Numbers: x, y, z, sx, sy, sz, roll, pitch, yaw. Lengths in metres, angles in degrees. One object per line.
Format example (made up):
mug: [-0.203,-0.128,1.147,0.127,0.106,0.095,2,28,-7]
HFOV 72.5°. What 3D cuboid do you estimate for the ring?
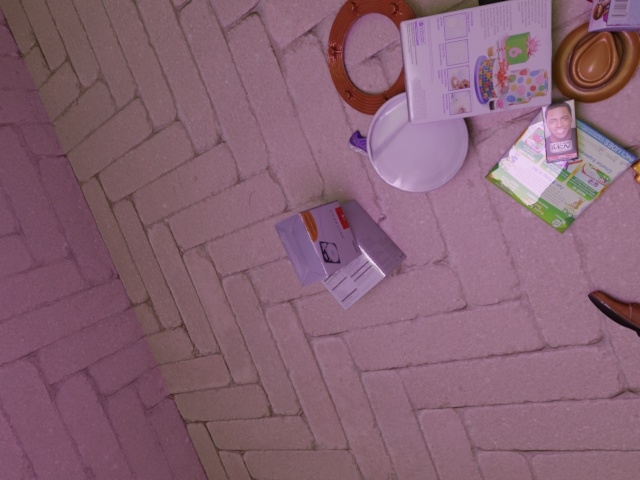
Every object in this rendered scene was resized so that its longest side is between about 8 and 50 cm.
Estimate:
ring: [0.142,-0.530,1.254,0.336,0.032,0.337,23,125,37]

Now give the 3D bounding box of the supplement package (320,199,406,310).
supplement package: [0.096,0.041,1.414,0.263,0.199,0.198,49,121,8]

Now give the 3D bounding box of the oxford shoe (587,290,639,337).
oxford shoe: [0.811,0.190,1.139,0.212,0.076,0.076,35,90,19]

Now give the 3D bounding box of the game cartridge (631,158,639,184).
game cartridge: [0.924,-0.173,0.955,0.285,0.052,0.324,45,121,10]

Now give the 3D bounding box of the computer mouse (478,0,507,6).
computer mouse: [0.442,-0.611,1.081,0.188,0.072,0.272,-11,100,31]

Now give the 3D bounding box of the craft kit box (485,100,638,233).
craft kit box: [0.610,-0.188,1.132,0.250,0.061,0.247,41,119,13]

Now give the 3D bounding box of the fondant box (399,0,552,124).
fondant box: [0.368,-0.426,1.051,0.330,0.096,0.239,-6,108,11]

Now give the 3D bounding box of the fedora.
fedora: [0.643,-0.422,1.021,0.194,0.079,0.195,9,109,27]

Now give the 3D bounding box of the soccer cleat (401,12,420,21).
soccer cleat: [0.290,-0.531,1.193,0.248,0.083,0.095,42,126,9]

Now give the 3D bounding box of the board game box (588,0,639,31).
board game box: [0.721,-0.583,0.849,0.317,0.066,0.319,0,108,0]

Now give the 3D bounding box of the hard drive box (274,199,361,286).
hard drive box: [0.000,0.000,1.200,0.089,0.232,0.181,-23,92,29]

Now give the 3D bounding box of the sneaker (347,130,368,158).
sneaker: [0.162,-0.289,1.352,0.169,0.068,0.071,31,113,19]

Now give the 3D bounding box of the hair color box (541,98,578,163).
hair color box: [0.584,-0.265,1.064,0.071,0.043,0.141,-5,102,32]

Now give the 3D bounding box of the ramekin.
ramekin: [0.265,-0.269,1.219,0.272,0.127,0.273,1,97,9]

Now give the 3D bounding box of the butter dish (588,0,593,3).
butter dish: [0.642,-0.582,0.955,0.160,0.118,0.160,-1,107,-13]
